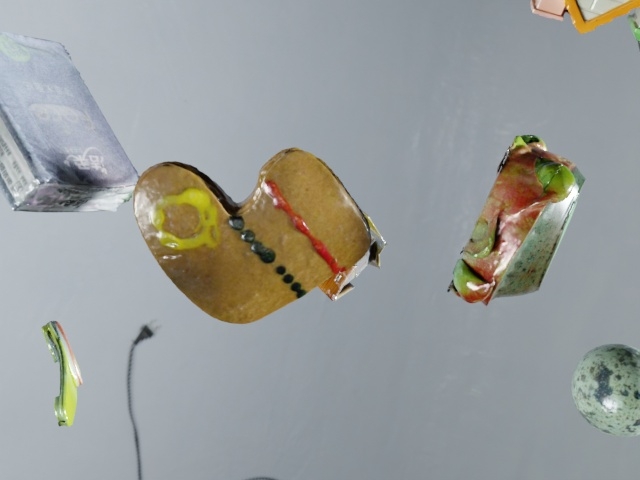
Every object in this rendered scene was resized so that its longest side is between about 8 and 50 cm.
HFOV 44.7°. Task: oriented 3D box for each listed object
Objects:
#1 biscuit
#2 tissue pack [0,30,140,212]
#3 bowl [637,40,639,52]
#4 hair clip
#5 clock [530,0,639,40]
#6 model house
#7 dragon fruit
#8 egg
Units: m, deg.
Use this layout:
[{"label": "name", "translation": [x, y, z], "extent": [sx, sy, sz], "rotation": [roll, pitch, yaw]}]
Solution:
[{"label": "biscuit", "translation": [-0.093, -0.023, 1.055], "extent": [0.277, 0.052, 0.262], "rotation": [-28, 112, 6]}, {"label": "tissue pack", "translation": [-0.575, -0.242, 1.594], "extent": [0.124, 0.394, 0.288], "rotation": [-38, 165, 26]}, {"label": "bowl", "translation": [0.593, -0.292, 1.159], "extent": [0.112, 0.212, 0.211], "rotation": [33, 80, -51]}, {"label": "hair clip", "translation": [-0.306, 0.150, 0.926], "extent": [0.033, 0.188, 0.060], "rotation": [-17, 123, -15]}, {"label": "clock", "translation": [0.405, -0.405, 1.047], "extent": [0.106, 0.220, 0.255], "rotation": [-75, 180, -54]}, {"label": "model house", "translation": [0.000, 0.000, 1.485], "extent": [0.136, 0.219, 0.207], "rotation": [-44, 165, -15]}, {"label": "dragon fruit", "translation": [0.295, -0.026, 1.163], "extent": [0.295, 0.130, 0.268], "rotation": [-62, 162, -13]}, {"label": "egg", "translation": [0.439, 0.217, 1.153], "extent": [0.172, 0.133, 0.132], "rotation": [-54, 153, -80]}]
